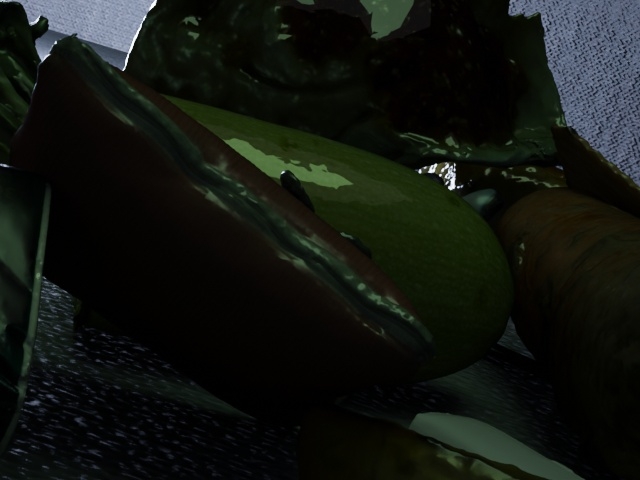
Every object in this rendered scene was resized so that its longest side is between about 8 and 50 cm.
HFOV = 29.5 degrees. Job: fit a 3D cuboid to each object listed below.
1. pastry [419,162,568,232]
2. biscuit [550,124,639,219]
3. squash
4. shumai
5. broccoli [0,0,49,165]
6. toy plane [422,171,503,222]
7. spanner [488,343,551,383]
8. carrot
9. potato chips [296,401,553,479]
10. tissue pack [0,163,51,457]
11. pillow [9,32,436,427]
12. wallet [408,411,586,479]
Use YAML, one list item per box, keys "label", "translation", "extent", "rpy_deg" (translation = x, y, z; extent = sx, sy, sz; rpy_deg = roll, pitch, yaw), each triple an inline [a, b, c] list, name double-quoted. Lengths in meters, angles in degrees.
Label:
- label: "pastry"
  translation: [0.209, -0.009, 1.129]
  extent: [0.236, 0.120, 0.257]
  rpy_deg: [18, 7, -9]
- label: "biscuit"
  translation: [0.256, 0.034, 0.853]
  extent: [0.237, 0.013, 0.232]
  rpy_deg: [48, -3, 30]
- label: "squash"
  translation: [-0.004, 0.007, 0.657]
  extent: [0.247, 0.132, 0.132]
  rpy_deg: [12, 10, -16]
- label: "shumai"
  translation: [0.029, -0.105, 0.995]
  extent: [0.330, 0.292, 0.288]
  rpy_deg: [-32, 58, -25]
- label: "broccoli"
  translation: [-0.130, -0.033, 0.751]
  extent: [0.304, 0.145, 0.165]
  rpy_deg: [28, 14, -2]
- label: "toy plane"
  translation: [-0.001, -0.006, 0.867]
  extent: [0.246, 0.078, 0.169]
  rpy_deg: [11, 41, 20]
- label: "spanner"
  translation: [0.147, 0.087, 0.800]
  extent: [0.209, 0.012, 0.046]
  rpy_deg: [24, 12, 38]
- label: "carrot"
  translation: [0.184, 0.047, 0.697]
  extent: [0.139, 0.138, 0.302]
  rpy_deg: [14, 16, -7]
- label: "potato chips"
  translation: [0.170, 0.142, 0.403]
  extent: [0.407, 0.057, 0.080]
  rpy_deg: [18, -3, 14]
- label: "tissue pack"
  translation: [-0.183, 0.014, 0.407]
  extent: [0.170, 0.090, 0.103]
  rpy_deg: [13, 50, -20]
- label: "pillow"
  translation: [-0.048, 0.007, 0.500]
  extent: [0.179, 0.075, 0.171]
  rpy_deg: [37, -27, -5]
- label: "wallet"
  translation: [0.098, 0.113, 0.550]
  extent: [0.061, 0.025, 0.122]
  rpy_deg: [16, 7, -43]
